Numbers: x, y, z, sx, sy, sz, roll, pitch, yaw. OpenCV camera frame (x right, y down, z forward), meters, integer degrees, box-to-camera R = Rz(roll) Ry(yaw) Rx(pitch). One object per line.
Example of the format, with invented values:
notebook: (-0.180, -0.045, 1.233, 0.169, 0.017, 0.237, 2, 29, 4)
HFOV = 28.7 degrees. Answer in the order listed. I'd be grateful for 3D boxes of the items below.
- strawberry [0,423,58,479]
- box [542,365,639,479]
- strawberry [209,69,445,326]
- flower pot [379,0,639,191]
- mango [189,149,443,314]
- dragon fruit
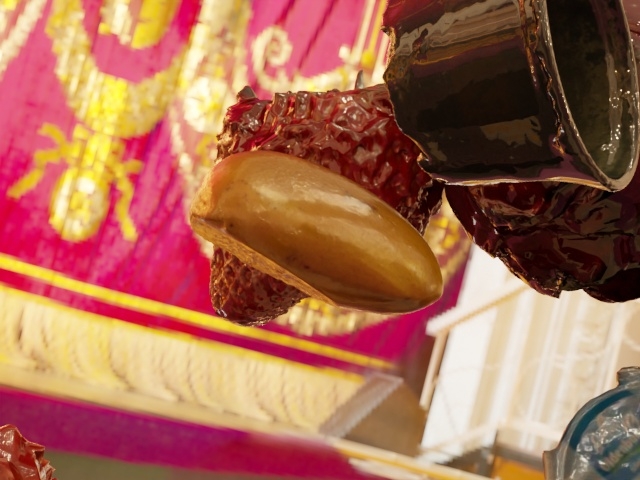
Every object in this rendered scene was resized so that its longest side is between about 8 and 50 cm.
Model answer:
strawberry: (-0.183, 0.199, 0.459, 0.292, 0.292, 0.343, 10, -21, 48)
box: (0.359, 0.307, 1.299, 0.291, 0.262, 0.206, 39, -28, 16)
strawberry: (0.008, -0.045, 1.273, 0.261, 0.257, 0.261, -3, 5, 0)
flower pot: (0.103, -0.096, 0.692, 0.107, 0.157, 0.157, -10, -17, 31)
mango: (0.003, -0.006, 1.025, 0.217, 0.102, 0.141, 26, -3, 4)
dragon fruit: (0.263, -0.093, 1.187, 0.329, 0.329, 0.329, 15, -5, 1)
